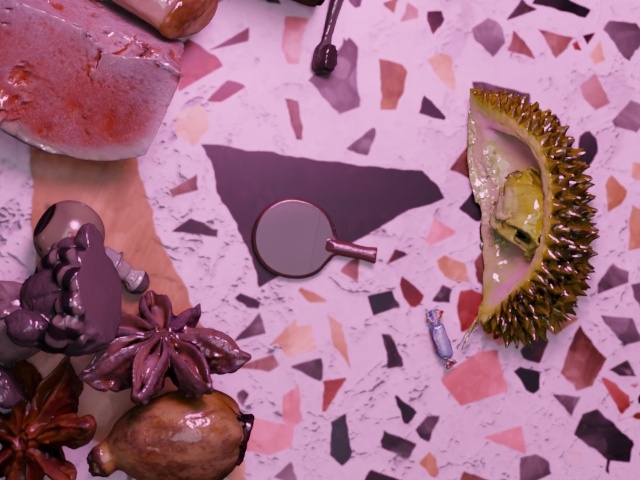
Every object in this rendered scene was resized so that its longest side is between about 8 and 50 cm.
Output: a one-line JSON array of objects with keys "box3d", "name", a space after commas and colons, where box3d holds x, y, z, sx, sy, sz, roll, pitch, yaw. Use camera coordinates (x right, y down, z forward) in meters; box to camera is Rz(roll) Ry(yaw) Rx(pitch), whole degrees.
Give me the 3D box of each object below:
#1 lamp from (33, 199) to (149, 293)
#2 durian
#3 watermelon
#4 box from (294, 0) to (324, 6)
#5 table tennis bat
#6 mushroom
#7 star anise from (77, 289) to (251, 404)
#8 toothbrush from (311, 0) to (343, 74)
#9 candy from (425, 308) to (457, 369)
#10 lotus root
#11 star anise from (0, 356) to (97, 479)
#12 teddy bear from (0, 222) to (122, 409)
[{"box3d": [-0.286, 0.017, 1.847, 0.163, 0.091, 0.091, 35, 82, -21], "name": "lamp"}, {"box3d": [0.285, -0.027, 1.950, 0.169, 0.157, 0.355, 0, 86, 26], "name": "durian"}, {"box3d": [-0.330, -0.237, 1.794, 0.305, 0.180, 0.224, 21, 66, -18], "name": "watermelon"}, {"box3d": [-0.094, -0.423, 1.846, 0.273, 0.184, 0.143, 20, 84, -4], "name": "box"}, {"box3d": [0.000, 0.000, 1.874, 0.170, 0.119, 0.107, 11, 85, -7], "name": "table tennis bat"}, {"box3d": [-0.291, -0.373, 1.833, 0.351, 0.123, 0.095, 31, 119, 0], "name": "mushroom"}, {"box3d": [-0.209, 0.142, 1.800, 0.197, 0.212, 0.073, -20, 129, -26], "name": "star anise"}, {"box3d": [0.036, -0.367, 1.946, 0.030, 0.030, 0.297, 18, 82, -34], "name": "toothbrush"}, {"box3d": [0.165, 0.132, 1.944, 0.030, 0.020, 0.083, -21, 91, -9], "name": "candy"}, {"box3d": [-0.187, 0.252, 1.816, 0.214, 0.138, 0.138, -7, 88, -16], "name": "lotus root"}, {"box3d": [-0.358, 0.240, 1.804, 0.196, 0.111, 0.212, 43, 111, 13], "name": "star anise"}, {"box3d": [-0.360, 0.103, 1.744, 0.251, 0.144, 0.171, -25, 59, 9], "name": "teddy bear"}]
